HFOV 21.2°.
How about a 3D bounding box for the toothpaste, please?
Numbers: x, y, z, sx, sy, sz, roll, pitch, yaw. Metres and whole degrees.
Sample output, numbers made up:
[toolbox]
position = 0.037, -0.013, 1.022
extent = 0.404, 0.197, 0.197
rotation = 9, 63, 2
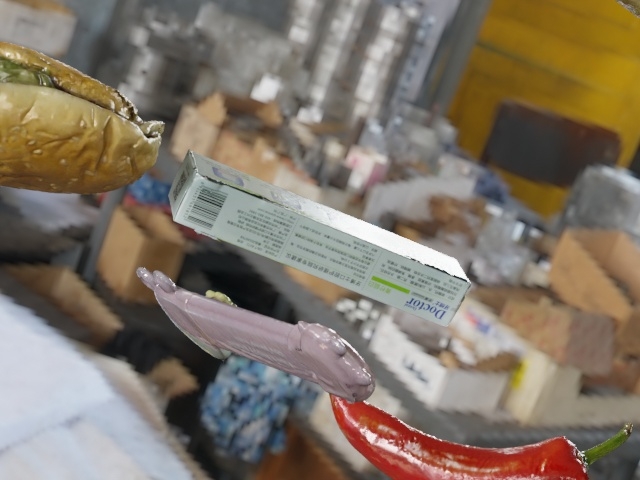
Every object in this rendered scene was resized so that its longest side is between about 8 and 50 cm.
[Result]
[toothpaste]
position = 0.000, 0.000, 1.863
extent = 0.336, 0.067, 0.081
rotation = 22, 17, -17

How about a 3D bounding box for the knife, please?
[knife]
position = -0.058, 0.087, 1.589
extent = 0.132, 0.038, 0.398
rotation = 48, -16, -25

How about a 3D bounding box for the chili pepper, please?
[chili pepper]
position = 0.181, 0.253, 2.024
extent = 0.368, 0.137, 0.092
rotation = 8, -16, 4

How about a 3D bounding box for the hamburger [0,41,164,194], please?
[hamburger]
position = -0.265, -0.106, 1.735
extent = 0.207, 0.135, 0.155
rotation = 22, -7, -11

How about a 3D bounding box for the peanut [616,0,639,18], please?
[peanut]
position = 0.264, -0.230, 1.125
extent = 0.147, 0.147, 0.319
rotation = 20, -5, -3
